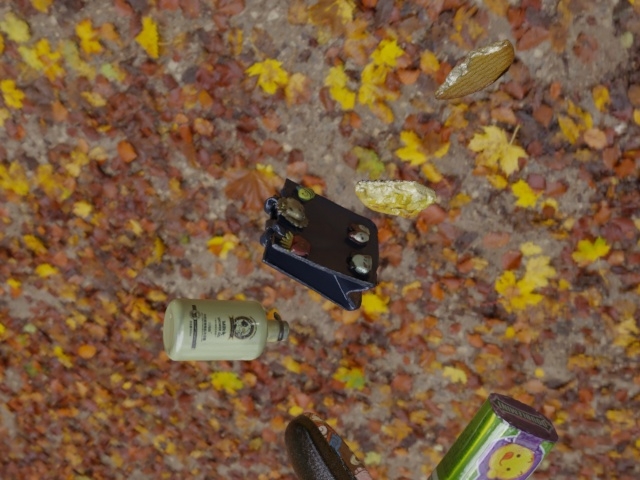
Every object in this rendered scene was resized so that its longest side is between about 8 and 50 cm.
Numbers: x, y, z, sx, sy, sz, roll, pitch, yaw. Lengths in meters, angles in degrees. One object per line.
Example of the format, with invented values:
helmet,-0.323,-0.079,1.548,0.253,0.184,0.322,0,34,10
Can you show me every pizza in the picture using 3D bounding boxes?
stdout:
pizza,0.116,-0.062,1.098,0.099,0.160,0.035,-7,77,31

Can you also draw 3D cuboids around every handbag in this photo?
handbag,0.000,0.000,1.893,0.329,0.303,0.122,29,123,-17

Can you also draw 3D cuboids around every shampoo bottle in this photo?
shampoo bottle,-0.117,0.116,0.935,0.162,0.079,0.079,5,133,-24

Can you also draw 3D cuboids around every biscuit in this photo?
biscuit,0.378,-0.420,1.796,0.229,0.031,0.176,-21,157,24

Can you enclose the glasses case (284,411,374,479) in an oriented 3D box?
glasses case,0.045,0.421,1.167,0.321,0.082,0.122,50,145,27

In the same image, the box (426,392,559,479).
box,0.252,0.425,1.236,0.134,0.097,0.345,23,111,-15
